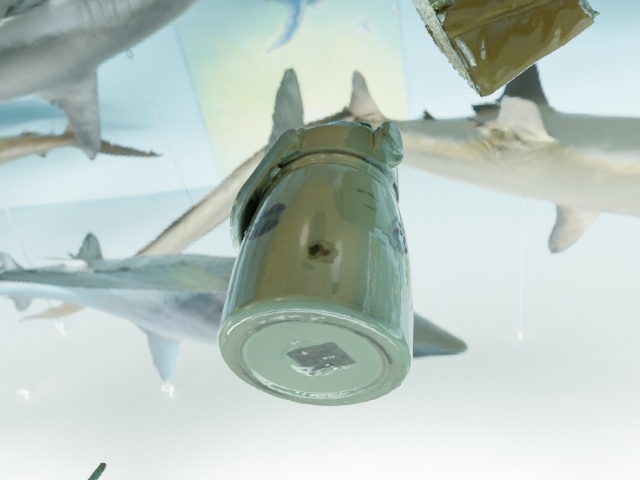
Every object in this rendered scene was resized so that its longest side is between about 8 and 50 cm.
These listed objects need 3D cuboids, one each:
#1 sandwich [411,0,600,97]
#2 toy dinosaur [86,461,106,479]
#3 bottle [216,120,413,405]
[{"bbox_3d":[0.206,-0.333,0.844,0.198,0.227,0.155,-34,-143,11],"label":"sandwich"},{"bbox_3d":[-0.398,0.398,0.833,0.383,0.076,0.129,-37,170,23],"label":"toy dinosaur"},{"bbox_3d":[0.000,0.000,0.848,0.229,0.229,0.352,-3,-131,10],"label":"bottle"}]
